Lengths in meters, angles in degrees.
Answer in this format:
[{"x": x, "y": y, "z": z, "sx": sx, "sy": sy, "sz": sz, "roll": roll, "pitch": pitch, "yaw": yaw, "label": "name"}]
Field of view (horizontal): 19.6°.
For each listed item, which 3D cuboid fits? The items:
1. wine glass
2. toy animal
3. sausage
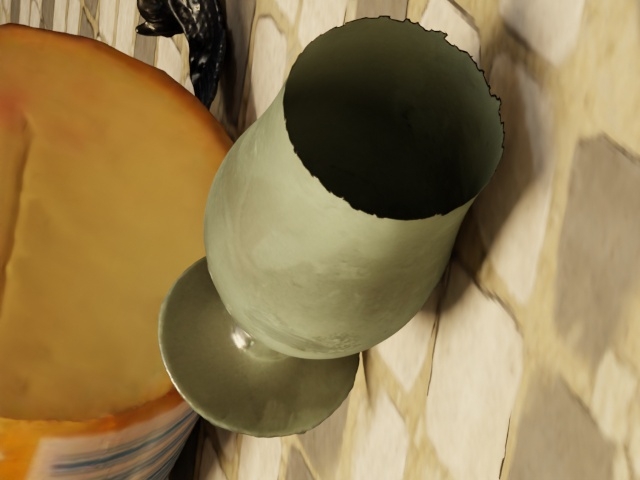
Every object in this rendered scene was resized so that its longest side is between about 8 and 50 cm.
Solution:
[{"x": 0.000, "y": 0.000, "z": 0.693, "sx": 0.202, "sy": 0.093, "sz": 0.093, "roll": 124, "pitch": 144, "yaw": -61, "label": "wine glass"}, {"x": -0.086, "y": -0.164, "z": 1.086, "sx": 0.220, "sy": 0.062, "sz": 0.108, "roll": -108, "pitch": 8, "yaw": -47, "label": "toy animal"}, {"x": -0.170, "y": 0.055, "z": 1.029, "sx": 0.287, "sy": 0.233, "sz": 0.233, "roll": 120, "pitch": 148, "yaw": -59, "label": "sausage"}]
